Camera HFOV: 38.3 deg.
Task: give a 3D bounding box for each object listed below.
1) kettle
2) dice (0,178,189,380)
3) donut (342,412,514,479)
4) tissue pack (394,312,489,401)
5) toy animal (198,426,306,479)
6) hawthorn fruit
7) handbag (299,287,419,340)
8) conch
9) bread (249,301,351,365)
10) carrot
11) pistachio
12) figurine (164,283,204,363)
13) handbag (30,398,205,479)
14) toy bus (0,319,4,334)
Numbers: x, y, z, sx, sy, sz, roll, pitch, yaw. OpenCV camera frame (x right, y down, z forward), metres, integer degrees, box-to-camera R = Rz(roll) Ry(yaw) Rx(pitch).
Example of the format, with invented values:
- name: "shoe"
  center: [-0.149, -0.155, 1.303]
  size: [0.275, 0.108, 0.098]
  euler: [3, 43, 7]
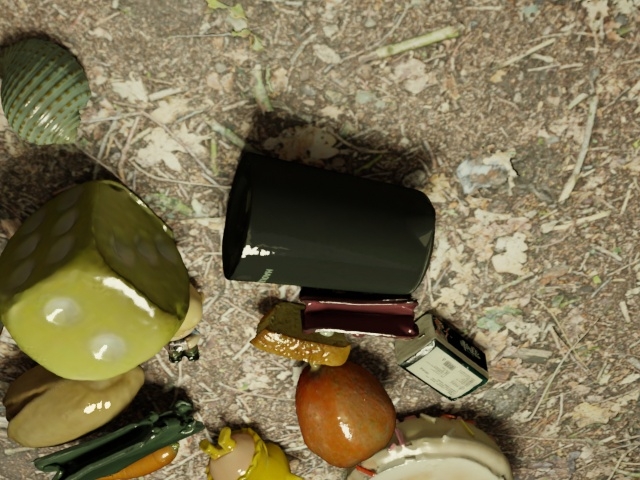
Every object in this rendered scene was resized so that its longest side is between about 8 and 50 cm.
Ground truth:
- name: "kettle"
  center: [0.003, 0.007, 1.494]
  size: [0.308, 0.203, 0.262]
  euler: [9, 126, -16]
- name: "dice"
  center: [-0.364, 0.065, 1.479]
  size: [0.227, 0.238, 0.233]
  euler: [-29, 125, 16]
- name: "donut"
  center: [0.222, 0.514, 1.960]
  size: [0.383, 0.142, 0.382]
  euler: [-3, 128, -3]
- name: "tissue pack"
  center: [0.233, 0.227, 1.761]
  size: [0.103, 0.090, 0.170]
  euler: [-38, 121, 23]
- name: "toy animal"
  center: [-0.148, 0.469, 1.894]
  size: [0.156, 0.156, 0.230]
  euler: [-33, 121, 20]
- name: "hawthorn fruit"
  center: [0.030, 0.303, 1.753]
  size: [0.199, 0.199, 0.251]
  euler: [-22, 112, 13]
- name: "handbag"
  center: [0.063, 0.122, 1.587]
  size: [0.203, 0.216, 0.074]
  euler: [3, 92, -2]
- name: "conch"
  center: [-0.403, -0.211, 1.344]
  size: [0.135, 0.102, 0.153]
  euler: [-34, 125, 3]
- name: "bread"
  center: [-0.035, 0.171, 1.682]
  size: [0.187, 0.103, 0.065]
  euler: [15, 127, -14]
- name: "carrot"
  center: [-0.409, 0.471, 1.926]
  size: [0.271, 0.062, 0.066]
  euler: [-21, 161, 17]
- name: "pistachio"
  center: [-0.461, 0.290, 1.707]
  size: [0.293, 0.162, 0.181]
  euler: [-27, 156, 14]
- name: "figurine"
  center: [-0.263, 0.156, 1.653]
  size: [0.114, 0.108, 0.196]
  euler: [0, 135, 0]
- name: "handbag"
  center: [-0.378, 0.391, 1.756]
  size: [0.260, 0.079, 0.247]
  euler: [-28, 169, 16]
- name: "toy bus"
  center: [-0.659, 0.065, 1.520]
  size: [0.153, 0.143, 0.329]
  euler: [-11, 131, 17]
